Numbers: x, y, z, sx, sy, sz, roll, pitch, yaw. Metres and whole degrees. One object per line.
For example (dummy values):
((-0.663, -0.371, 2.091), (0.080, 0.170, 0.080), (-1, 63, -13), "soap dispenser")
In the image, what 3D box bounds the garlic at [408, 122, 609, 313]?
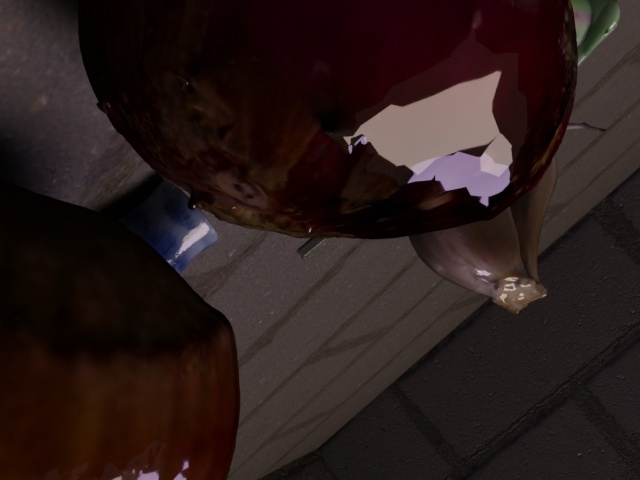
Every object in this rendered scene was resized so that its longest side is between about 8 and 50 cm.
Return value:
((0.267, -0.082, 1.601), (0.231, 0.245, 0.340), (32, 78, -42), "garlic")

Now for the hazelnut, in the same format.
((-0.266, 0.159, 0.780), (0.421, 0.352, 0.421), (-27, 122, -55), "hazelnut")

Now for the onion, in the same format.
((0.024, -0.186, 0.690), (0.348, 0.347, 0.385), (23, 84, -72), "onion")

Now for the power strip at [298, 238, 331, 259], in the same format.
((0.000, 0.000, 1.577), (0.083, 0.017, 0.027), (-40, 165, 11), "power strip")

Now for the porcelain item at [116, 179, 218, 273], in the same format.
((-0.229, 0.051, 1.047), (0.259, 0.141, 0.141), (-44, 165, -11), "porcelain item")

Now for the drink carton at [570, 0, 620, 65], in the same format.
((0.229, -0.263, 1.144), (0.142, 0.144, 0.146), (-9, 149, -40), "drink carton")
